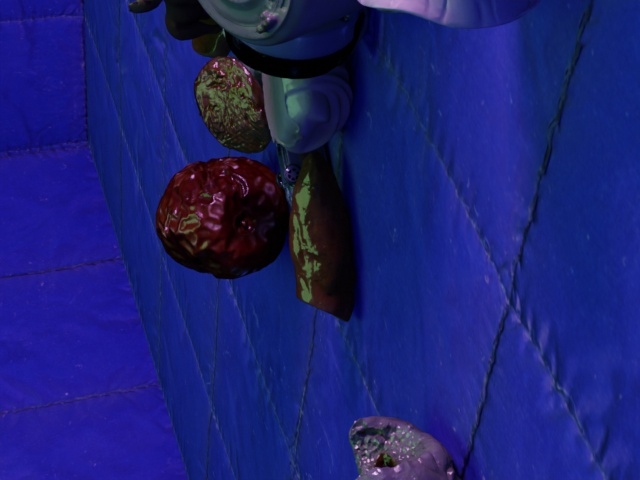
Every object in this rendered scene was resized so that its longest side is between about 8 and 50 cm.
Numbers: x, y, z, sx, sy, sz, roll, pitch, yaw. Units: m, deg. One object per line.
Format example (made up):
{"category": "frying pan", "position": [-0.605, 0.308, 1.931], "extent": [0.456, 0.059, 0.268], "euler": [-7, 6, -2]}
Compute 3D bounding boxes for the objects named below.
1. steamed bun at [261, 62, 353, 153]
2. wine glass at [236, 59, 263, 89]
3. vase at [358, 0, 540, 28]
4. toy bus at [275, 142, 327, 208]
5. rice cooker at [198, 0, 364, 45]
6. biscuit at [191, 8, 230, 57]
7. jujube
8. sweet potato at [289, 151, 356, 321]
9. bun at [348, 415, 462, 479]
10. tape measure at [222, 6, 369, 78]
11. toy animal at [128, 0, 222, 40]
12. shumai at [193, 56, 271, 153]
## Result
{"category": "steamed bun", "position": [-0.016, -0.210, 1.948], "extent": [0.183, 0.106, 0.182], "euler": [174, 90, -76]}
{"category": "wine glass", "position": [-0.170, -0.293, 2.195], "extent": [0.096, 0.264, 0.309], "euler": [-67, 9, -15]}
{"category": "vase", "position": [0.117, -0.394, 1.180], "extent": [0.250, 0.250, 0.445], "euler": [-116, 18, -45]}
{"category": "toy bus", "position": [-0.031, -0.135, 2.091], "extent": [0.064, 0.075, 0.190], "euler": [161, 99, -75]}
{"category": "rice cooker", "position": [-0.025, -0.352, 1.652], "extent": [0.226, 0.244, 0.226], "euler": [27, 130, 37]}
{"category": "biscuit", "position": [-0.152, -0.450, 2.305], "extent": [0.183, 0.047, 0.319], "euler": [-22, 68, 49]}
{"category": "jujube", "position": [-0.162, -0.040, 2.353], "extent": [0.232, 0.213, 0.213], "euler": [-178, 79, -66]}
{"category": "sweet potato", "position": [0.000, 0.000, 2.032], "extent": [0.097, 0.097, 0.251], "euler": [-138, 40, -66]}
{"category": "bun", "position": [0.109, 0.303, 1.760], "extent": [0.204, 0.127, 0.212], "euler": [58, -165, -54]}
{"category": "tape measure", "position": [-0.033, -0.291, 1.828], "extent": [0.107, 0.182, 0.181], "euler": [98, 154, -47]}
{"category": "toy animal", "position": [-0.203, -0.365, 2.131], "extent": [0.214, 0.186, 0.093], "euler": [105, 148, -57]}
{"category": "shumai", "position": [-0.114, -0.205, 2.076], "extent": [0.123, 0.139, 0.105], "euler": [-28, 25, 42]}
